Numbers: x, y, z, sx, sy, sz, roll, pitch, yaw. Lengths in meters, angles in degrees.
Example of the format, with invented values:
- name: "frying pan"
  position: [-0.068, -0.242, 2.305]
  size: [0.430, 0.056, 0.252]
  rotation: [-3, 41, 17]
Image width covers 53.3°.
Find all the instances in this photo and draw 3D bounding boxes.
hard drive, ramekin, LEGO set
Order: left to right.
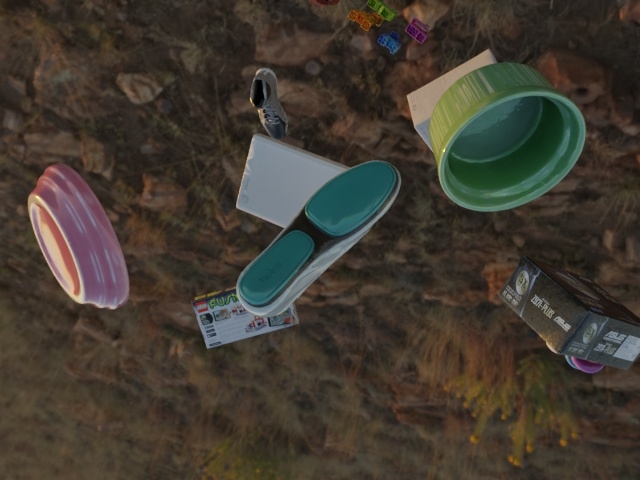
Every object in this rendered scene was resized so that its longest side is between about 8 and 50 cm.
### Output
- name: "hard drive"
  position: [-0.052, -0.122, 1.595]
  size: [0.307, 0.040, 0.203]
  rotation: [23, 111, 17]
- name: "LEGO set"
  position: [0.145, -0.507, 1.453]
  size: [0.227, 0.093, 0.087]
  rotation: [41, 128, 5]
- name: "ramekin"
  position: [0.374, -0.219, 1.332]
  size: [0.303, 0.148, 0.303]
  rotation: [-7, 136, -6]

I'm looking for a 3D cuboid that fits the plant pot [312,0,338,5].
- name: "plant pot"
  position: [0.003, -0.601, 1.167]
  size: [0.265, 0.272, 0.272]
  rotation: [60, 144, 7]

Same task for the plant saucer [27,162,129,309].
- name: "plant saucer"
  position: [-0.523, 0.005, 1.350]
  size: [0.332, 0.084, 0.332]
  rotation: [33, 137, 37]

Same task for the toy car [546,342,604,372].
- name: "toy car"
  position: [0.645, 0.248, 1.538]
  size: [0.159, 0.136, 0.182]
  rotation: [-1, 147, -1]

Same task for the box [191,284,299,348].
- name: "box"
  position: [-0.160, 0.151, 1.373]
  size: [0.207, 0.036, 0.114]
  rotation: [-15, 102, 4]

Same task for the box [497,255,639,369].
- name: "box"
  position: [0.389, 0.111, 0.969]
  size: [0.180, 0.147, 0.077]
  rotation: [17, 112, -32]

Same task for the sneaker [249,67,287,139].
- name: "sneaker"
  position: [-0.169, -0.400, 1.943]
  size: [0.086, 0.132, 0.229]
  rotation: [-6, 116, 17]

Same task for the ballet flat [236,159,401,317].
- name: "ballet flat"
  position: [0.000, 0.000, 1.261]
  size: [0.139, 0.400, 0.139]
  rotation: [45, 170, 10]

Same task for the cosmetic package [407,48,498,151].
- name: "cosmetic package"
  position: [0.368, -0.297, 1.551]
  size: [0.224, 0.138, 0.224]
  rotation: [-28, 132, 23]
